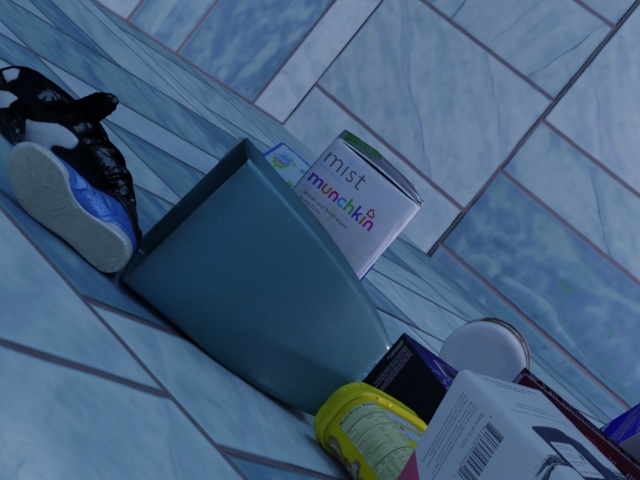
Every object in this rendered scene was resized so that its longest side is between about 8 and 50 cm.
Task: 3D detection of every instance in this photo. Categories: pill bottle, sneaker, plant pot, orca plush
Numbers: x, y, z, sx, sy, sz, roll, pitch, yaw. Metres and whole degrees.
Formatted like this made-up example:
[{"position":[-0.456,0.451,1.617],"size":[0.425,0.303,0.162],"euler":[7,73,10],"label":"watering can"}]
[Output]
[{"position":[0.254,0.183,2.409],"size":[0.131,0.131,0.229],"euler":[40,6,8],"label":"pill bottle"},{"position":[-0.232,-0.036,1.504],"size":[0.152,0.058,0.084],"euler":[43,12,-2],"label":"sneaker"},{"position":[-0.049,0.046,1.554],"size":[0.234,0.166,0.165],"euler":[45,6,-11],"label":"plant pot"},{"position":[-0.264,-0.122,1.731],"size":[0.151,0.102,0.287],"euler":[32,9,-46],"label":"orca plush"}]

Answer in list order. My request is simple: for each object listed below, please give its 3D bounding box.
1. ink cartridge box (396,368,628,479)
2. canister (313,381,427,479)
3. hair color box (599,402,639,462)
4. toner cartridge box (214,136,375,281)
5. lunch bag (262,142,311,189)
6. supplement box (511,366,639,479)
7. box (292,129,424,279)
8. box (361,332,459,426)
[{"position":[0.162,0.241,1.251],"size":[0.100,0.172,0.237],"euler":[18,18,-34],"label":"ink cartridge box"},{"position":[0.080,0.218,1.458],"size":[0.126,0.073,0.170],"euler":[34,10,-39],"label":"canister"},{"position":[0.467,0.318,2.136],"size":[0.185,0.110,0.339],"euler":[40,-25,3],"label":"hair color box"},{"position":[-0.047,-0.042,2.520],"size":[0.165,0.075,0.348],"euler":[37,6,-29],"label":"toner cartridge box"},{"position":[-0.057,-0.039,2.112],"size":[0.129,0.151,0.096],"euler":[42,7,29],"label":"lunch bag"},{"position":[0.312,0.289,2.016],"size":[0.239,0.130,0.073],"euler":[41,7,3],"label":"supplement box"},{"position":[0.000,0.000,1.809],"size":[0.127,0.231,0.262],"euler":[39,7,-1],"label":"box"},{"position":[0.182,0.240,1.773],"size":[0.261,0.103,0.184],"euler":[36,10,-24],"label":"box"}]
